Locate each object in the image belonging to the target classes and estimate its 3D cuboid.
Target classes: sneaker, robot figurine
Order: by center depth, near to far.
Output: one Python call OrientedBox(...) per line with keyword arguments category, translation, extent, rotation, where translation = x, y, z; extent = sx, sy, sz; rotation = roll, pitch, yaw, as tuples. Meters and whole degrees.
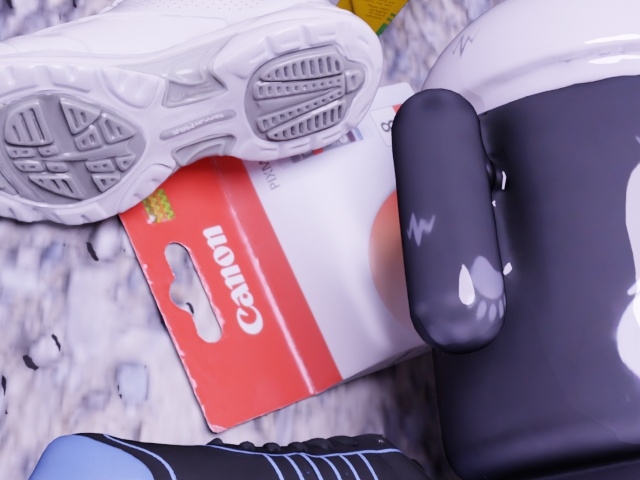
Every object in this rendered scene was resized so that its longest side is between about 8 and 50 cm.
OrientedBox(category="sneaker", translation=(-0.011, 0.121, 0.468), extent=(0.232, 0.081, 0.090), rotation=(29, 54, -19))
OrientedBox(category="robot figurine", translation=(0.129, 0.018, 0.481), extent=(0.173, 0.209, 0.278), rotation=(-7, 70, 7))
OrientedBox(category="sneaker", translation=(-0.093, -0.081, 0.531), extent=(0.232, 0.090, 0.115), rotation=(-12, 40, -17))

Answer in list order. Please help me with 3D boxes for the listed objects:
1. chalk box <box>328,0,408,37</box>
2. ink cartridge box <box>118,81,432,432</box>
OrientedBox(category="chalk box", translation=(-0.007, -0.241, 0.609), extent=(0.132, 0.132, 0.213), rotation=(9, 63, -23))
OrientedBox(category="ink cartridge box", translation=(0.000, 0.000, 0.550), extent=(0.179, 0.045, 0.145), rotation=(-16, 74, -34))
